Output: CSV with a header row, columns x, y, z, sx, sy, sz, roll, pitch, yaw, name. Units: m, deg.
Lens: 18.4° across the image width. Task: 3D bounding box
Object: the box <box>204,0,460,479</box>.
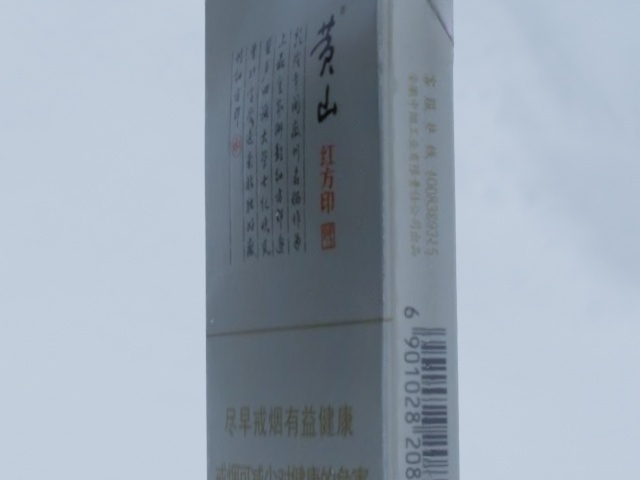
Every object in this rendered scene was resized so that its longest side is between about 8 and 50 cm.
x,y,z,sx,sy,sz,roll,pitch,yaw,name
0.001,-0.001,1.079,0.204,0.051,0.365,-9,80,60,box
